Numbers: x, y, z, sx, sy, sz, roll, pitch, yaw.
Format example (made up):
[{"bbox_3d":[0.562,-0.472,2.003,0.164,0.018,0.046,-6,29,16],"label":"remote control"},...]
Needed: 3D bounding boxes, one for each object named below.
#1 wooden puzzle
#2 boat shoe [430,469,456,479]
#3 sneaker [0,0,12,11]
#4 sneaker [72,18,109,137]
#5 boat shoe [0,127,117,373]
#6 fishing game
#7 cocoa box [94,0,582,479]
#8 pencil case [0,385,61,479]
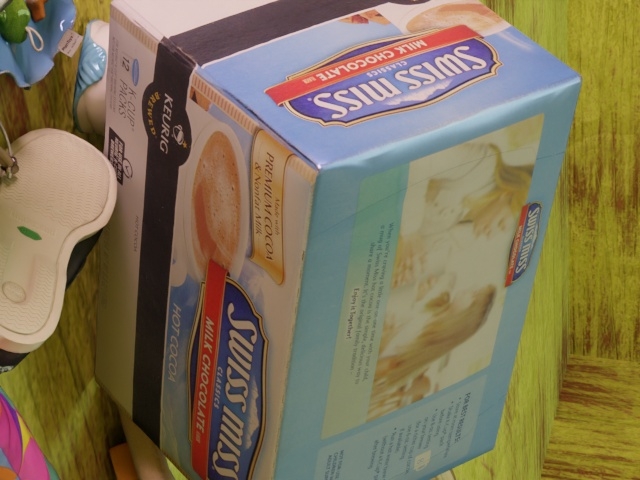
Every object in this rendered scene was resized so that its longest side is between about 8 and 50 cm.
[{"bbox_3d":[-0.115,0.253,1.485,0.238,0.044,0.221,79,-8,-53],"label":"wooden puzzle"},{"bbox_3d":[0.050,0.192,1.706,0.098,0.109,0.302,-34,140,-17],"label":"boat shoe"},{"bbox_3d":[-0.228,-0.136,0.957,0.300,0.111,0.121,-76,154,-46],"label":"sneaker"},{"bbox_3d":[-0.114,-0.102,1.385,0.229,0.092,0.087,34,65,-72],"label":"sneaker"},{"bbox_3d":[-0.193,0.006,1.206,0.079,0.084,0.233,-50,-166,34],"label":"boat shoe"},{"bbox_3d":[-0.182,-0.182,1.184,0.189,0.041,0.264,61,34,-61],"label":"fishing game"},{"bbox_3d":[0.000,0.000,1.322,0.231,0.228,0.347,-21,136,-32],"label":"cocoa box"},{"bbox_3d":[-0.215,0.113,1.077,0.236,0.104,0.104,77,24,-55],"label":"pencil case"}]
